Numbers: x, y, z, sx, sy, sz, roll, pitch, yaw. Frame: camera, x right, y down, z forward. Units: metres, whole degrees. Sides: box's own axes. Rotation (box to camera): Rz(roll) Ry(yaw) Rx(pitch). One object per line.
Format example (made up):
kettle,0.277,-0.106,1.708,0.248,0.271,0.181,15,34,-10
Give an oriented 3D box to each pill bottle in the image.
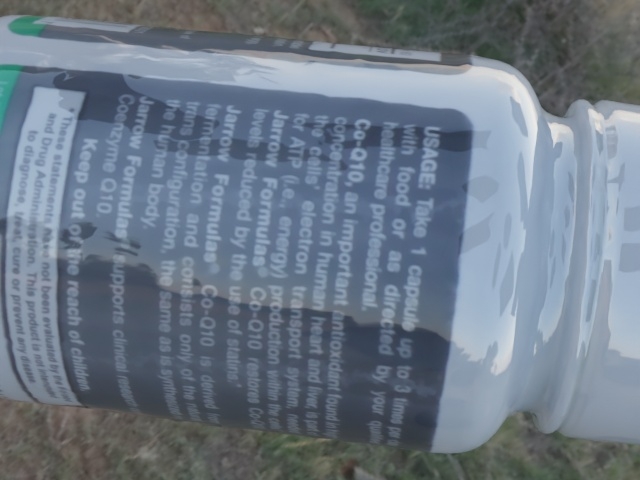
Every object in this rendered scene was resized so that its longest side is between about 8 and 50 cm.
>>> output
pill bottle,0.000,0.000,0.541,0.361,0.204,0.204,7,46,5
